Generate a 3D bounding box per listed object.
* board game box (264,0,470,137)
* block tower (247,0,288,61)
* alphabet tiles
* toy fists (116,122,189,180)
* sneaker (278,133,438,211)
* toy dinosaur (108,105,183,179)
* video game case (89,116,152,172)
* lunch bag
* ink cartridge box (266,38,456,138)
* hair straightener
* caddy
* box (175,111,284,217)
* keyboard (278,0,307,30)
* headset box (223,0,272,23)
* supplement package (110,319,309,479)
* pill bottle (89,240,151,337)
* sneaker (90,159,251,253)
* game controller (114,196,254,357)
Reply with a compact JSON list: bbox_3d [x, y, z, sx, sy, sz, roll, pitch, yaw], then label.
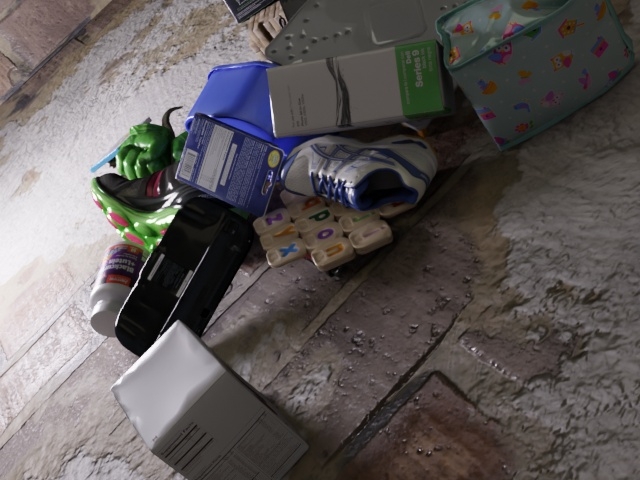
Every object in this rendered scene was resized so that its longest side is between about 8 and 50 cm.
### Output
[{"bbox_3d":[0.151,-0.421,1.765,0.390,0.050,0.390,30,72,26],"label":"board game box"},{"bbox_3d":[-0.035,-0.583,2.257,0.336,0.091,0.097,-26,37,23],"label":"block tower"},{"bbox_3d":[0.023,-0.045,1.589,0.278,0.021,0.284,-25,33,-3],"label":"alphabet tiles"},{"bbox_3d":[-0.339,-0.202,2.056,0.279,0.096,0.142,-2,60,11],"label":"toy fists"},{"bbox_3d":[0.050,-0.111,1.546,0.297,0.111,0.131,-6,38,25],"label":"sneaker"},{"bbox_3d":[-0.420,-0.193,2.200,0.313,0.121,0.160,-44,45,-15],"label":"toy dinosaur"},{"bbox_3d":[-0.493,-0.237,2.199,0.119,0.015,0.166,-28,21,35],"label":"video game case"},{"bbox_3d":[0.349,-0.305,1.424,0.262,0.223,0.160,-27,43,20],"label":"lunch bag"},{"bbox_3d":[0.075,-0.255,1.530,0.289,0.121,0.211,-7,5,14],"label":"ink cartridge box"},{"bbox_3d":[0.000,0.000,1.583,0.089,0.047,0.230,-47,33,-9],"label":"hair straightener"},{"bbox_3d":[-0.113,-0.254,1.821,0.341,0.241,0.179,8,63,48],"label":"caddy"},{"bbox_3d":[-0.165,-0.141,1.677,0.225,0.037,0.136,26,103,29],"label":"box"},{"bbox_3d":[-0.052,-0.534,2.182,0.108,0.023,0.180,-24,77,17],"label":"keyboard"},{"bbox_3d":[-0.224,-0.746,2.396,0.131,0.283,0.246,-31,11,16],"label":"headset box"},{"bbox_3d":[-0.164,0.259,1.307,0.149,0.203,0.194,-46,34,-8],"label":"supplement package"},{"bbox_3d":[-0.411,0.101,1.825,0.108,0.108,0.193,-25,37,23],"label":"pill bottle"},{"bbox_3d":[-0.309,-0.075,1.893,0.483,0.185,0.202,13,53,40],"label":"sneaker"},{"bbox_3d":[-0.255,0.076,1.641,0.167,0.067,0.319,28,86,30],"label":"game controller"}]
